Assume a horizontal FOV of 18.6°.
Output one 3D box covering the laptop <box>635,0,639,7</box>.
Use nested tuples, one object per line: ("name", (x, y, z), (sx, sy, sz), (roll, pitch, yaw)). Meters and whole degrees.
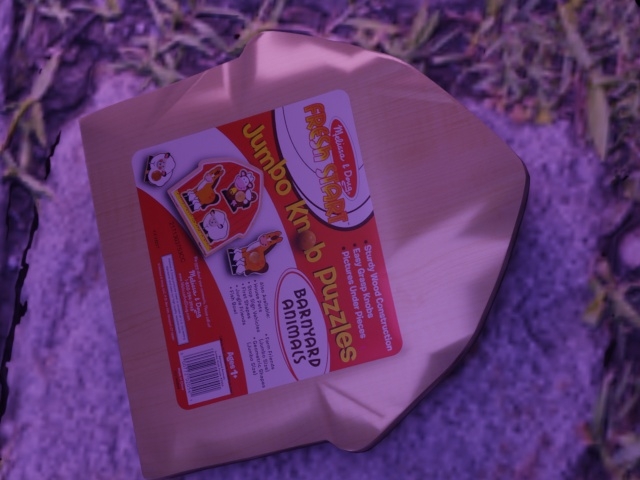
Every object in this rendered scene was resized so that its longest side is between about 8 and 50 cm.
("laptop", (0.243, -0.200, 0.825), (0.264, 0.136, 0.234), (-45, 67, 33))

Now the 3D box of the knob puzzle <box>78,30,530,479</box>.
("knob puzzle", (0.000, 0.000, 0.856), (0.213, 0.030, 0.213), (-4, 78, 18))
